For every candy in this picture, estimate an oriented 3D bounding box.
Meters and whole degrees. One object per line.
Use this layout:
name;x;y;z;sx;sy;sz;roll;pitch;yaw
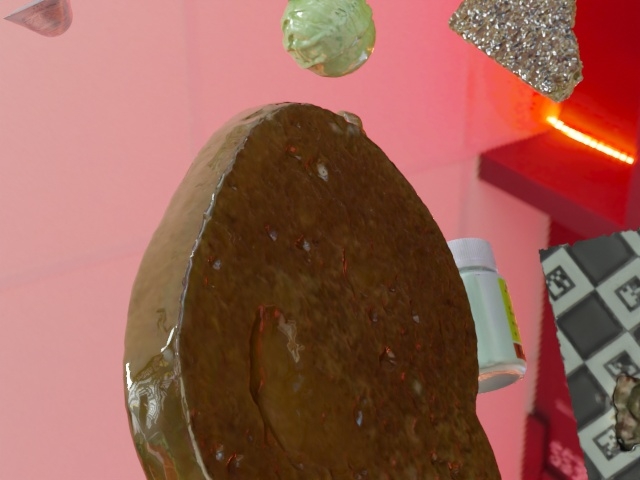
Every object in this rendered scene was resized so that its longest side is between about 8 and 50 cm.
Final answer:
candy;-0.070;-0.279;1.047;0.335;0.093;0.092;42;-93;-26

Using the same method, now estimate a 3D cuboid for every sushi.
sushi;0.406;0.113;1.196;0.059;0.294;0.292;3;-103;-72

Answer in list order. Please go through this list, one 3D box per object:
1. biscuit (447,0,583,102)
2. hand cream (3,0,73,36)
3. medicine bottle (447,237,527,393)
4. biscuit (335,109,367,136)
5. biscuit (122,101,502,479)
biscuit;0.267;-0.278;1.422;0.026;0.237;0.131;26;-75;-44
hand cream;-0.347;-0.290;1.401;0.084;0.142;0.053;-26;-88;-1
medicine bottle;0.240;0.122;1.777;0.139;0.225;0.139;-9;-24;-4
biscuit;-0.003;0.000;1.311;0.044;0.186;0.295;6;-100;-22
biscuit;0.013;0.083;0.709;0.063;0.367;0.314;-25;-61;31
